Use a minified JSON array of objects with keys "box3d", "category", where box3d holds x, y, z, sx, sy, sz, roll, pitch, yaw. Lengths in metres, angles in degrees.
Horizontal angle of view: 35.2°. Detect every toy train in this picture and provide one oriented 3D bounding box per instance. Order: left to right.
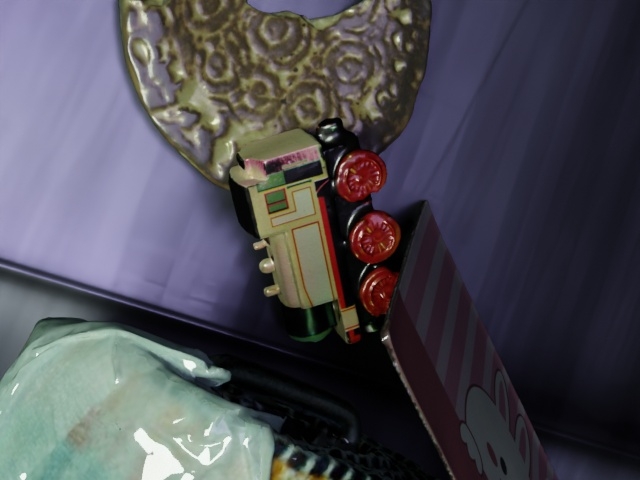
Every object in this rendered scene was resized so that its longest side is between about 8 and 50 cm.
[{"box3d":[0.000,0.000,0.590,0.087,0.050,0.137,-19,114,-13],"category":"toy train"}]

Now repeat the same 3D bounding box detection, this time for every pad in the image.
[{"box3d":[0.113,0.136,0.596,0.005,0.202,0.299,-22,105,19],"category":"pad"}]

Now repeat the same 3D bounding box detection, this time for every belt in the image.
[{"box3d":[-0.058,0.130,0.505,0.258,0.207,0.150,28,83,-38],"category":"belt"}]

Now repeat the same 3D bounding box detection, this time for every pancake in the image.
[{"box3d":[-0.024,-0.116,0.597,0.191,0.020,0.184,26,86,-23],"category":"pancake"}]
